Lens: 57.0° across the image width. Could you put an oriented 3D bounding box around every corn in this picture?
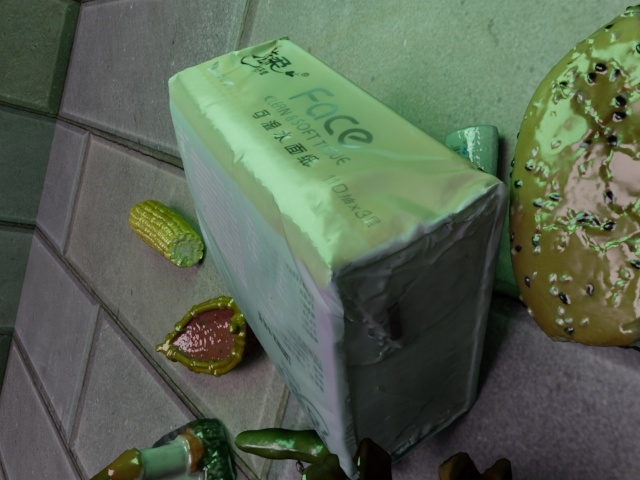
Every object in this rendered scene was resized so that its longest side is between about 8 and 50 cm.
[{"bbox_3d":[-0.332,-0.020,1.264,0.244,0.093,0.093,28,105,46],"label":"corn"}]

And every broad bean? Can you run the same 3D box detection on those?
[{"bbox_3d":[-0.011,0.277,0.768,0.292,0.144,0.050,157,122,-65],"label":"broad bean"}]

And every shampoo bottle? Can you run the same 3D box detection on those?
[{"bbox_3d":[0.173,-0.034,0.680,0.069,0.041,0.191,-6,78,45],"label":"shampoo bottle"}]

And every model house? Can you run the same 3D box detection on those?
[{"bbox_3d":[-0.332,0.443,1.017,0.271,0.300,0.190,-38,62,40],"label":"model house"}]

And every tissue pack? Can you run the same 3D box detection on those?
[{"bbox_3d":[0.000,0.000,0.680,0.405,0.205,0.332,48,155,43],"label":"tissue pack"}]

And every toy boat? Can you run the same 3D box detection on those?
[{"bbox_3d":[-0.191,0.171,1.048,0.318,0.099,0.141,-21,67,50],"label":"toy boat"}]

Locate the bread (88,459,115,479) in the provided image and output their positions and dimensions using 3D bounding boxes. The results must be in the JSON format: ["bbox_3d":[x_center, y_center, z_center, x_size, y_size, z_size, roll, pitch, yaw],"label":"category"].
[{"bbox_3d":[-0.443,0.722,1.281,0.361,0.245,0.233,37,113,16],"label":"bread"}]

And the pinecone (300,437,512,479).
[{"bbox_3d":[0.131,0.337,0.432,0.384,0.384,0.385,-14,72,49],"label":"pinecone"}]

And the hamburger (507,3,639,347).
[{"bbox_3d":[0.253,-0.032,0.477,0.192,0.167,0.288,-24,64,44],"label":"hamburger"}]
